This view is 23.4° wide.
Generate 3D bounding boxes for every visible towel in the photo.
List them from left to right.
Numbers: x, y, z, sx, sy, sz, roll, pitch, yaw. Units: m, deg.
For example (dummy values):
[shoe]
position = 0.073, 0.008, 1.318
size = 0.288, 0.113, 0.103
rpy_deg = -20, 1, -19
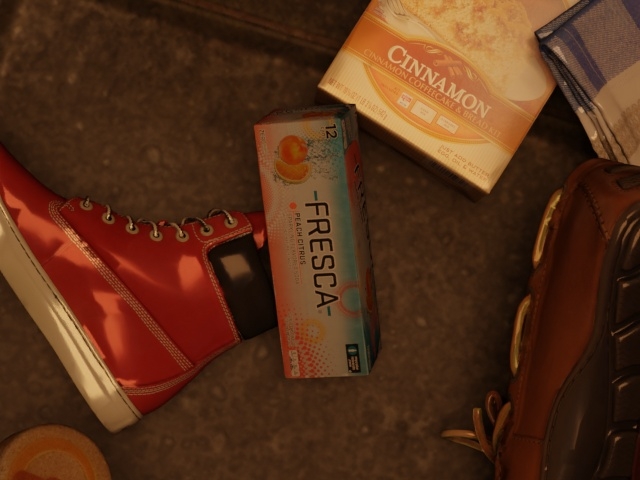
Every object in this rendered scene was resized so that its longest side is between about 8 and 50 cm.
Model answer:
[towel]
position = 0.299, -0.081, 1.091
size = 0.209, 0.034, 0.285
rpy_deg = -36, 102, -11

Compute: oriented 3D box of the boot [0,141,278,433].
[boot]
position = -0.139, -0.013, 1.071
size = 0.176, 0.088, 0.244
rpy_deg = -35, 97, -5

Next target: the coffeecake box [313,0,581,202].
[coffeecake box]
position = 0.104, -0.144, 1.101
size = 0.142, 0.068, 0.185
rpy_deg = 32, 84, 0

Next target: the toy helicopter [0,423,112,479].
[toy helicopter]
position = -0.077, 0.246, 1.019
size = 0.355, 0.140, 0.235
rpy_deg = 50, 59, -15

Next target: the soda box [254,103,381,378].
[soda box]
position = 0.000, 0.000, 1.059
size = 0.063, 0.058, 0.183
rpy_deg = -3, 105, 13

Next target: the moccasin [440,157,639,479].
[moccasin]
position = 0.170, 0.133, 1.054
size = 0.139, 0.147, 0.380
rpy_deg = -2, 105, -19
